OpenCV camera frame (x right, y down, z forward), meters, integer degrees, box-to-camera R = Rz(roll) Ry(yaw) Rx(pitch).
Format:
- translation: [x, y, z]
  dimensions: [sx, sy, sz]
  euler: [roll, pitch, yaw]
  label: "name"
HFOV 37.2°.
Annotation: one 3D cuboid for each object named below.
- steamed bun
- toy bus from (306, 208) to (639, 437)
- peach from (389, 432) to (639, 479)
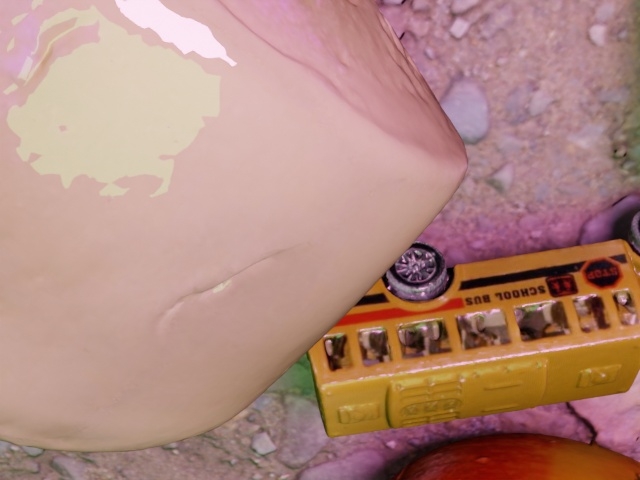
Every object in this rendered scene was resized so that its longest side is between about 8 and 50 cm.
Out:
- translation: [-0.157, -0.076, 0.586]
  dimensions: [0.456, 0.290, 0.371]
  euler: [34, 120, -15]
  label: "steamed bun"
- translation: [0.153, 0.071, 0.776]
  dimensions: [0.336, 0.123, 0.121]
  euler: [-8, 142, 0]
  label: "toy bus"
- translation: [0.187, 0.350, 0.875]
  dimensions: [0.370, 0.370, 0.370]
  euler: [0, 126, 0]
  label: "peach"
